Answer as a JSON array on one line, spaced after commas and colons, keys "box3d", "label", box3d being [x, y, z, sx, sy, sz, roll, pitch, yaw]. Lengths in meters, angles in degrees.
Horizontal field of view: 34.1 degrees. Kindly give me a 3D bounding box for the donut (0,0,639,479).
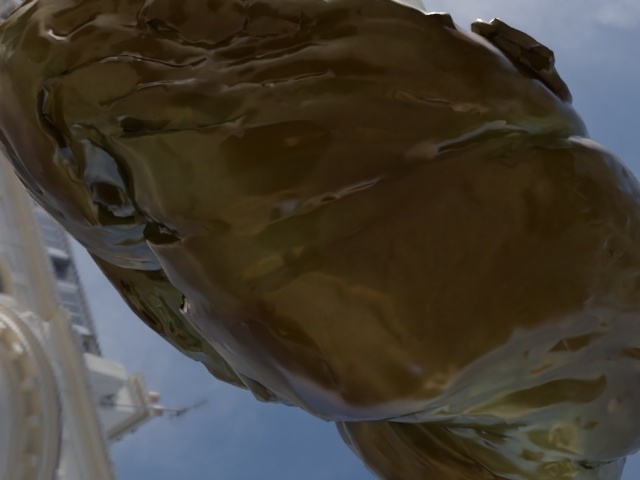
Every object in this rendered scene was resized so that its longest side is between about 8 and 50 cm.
[{"box3d": [0.000, 0.000, 0.495, 0.360, 0.360, 0.170, 36, -101, 33], "label": "donut"}]
